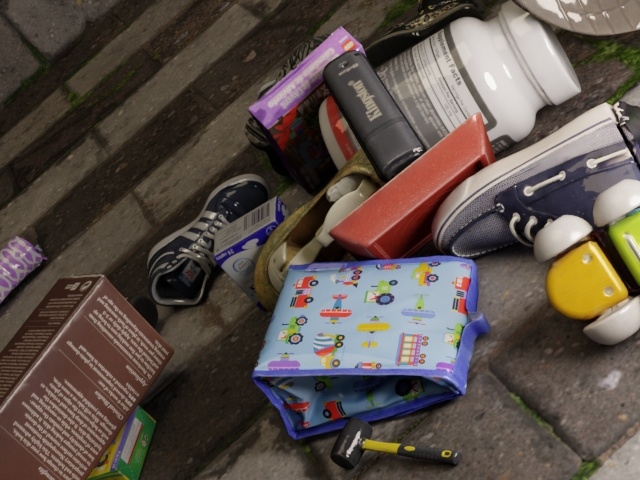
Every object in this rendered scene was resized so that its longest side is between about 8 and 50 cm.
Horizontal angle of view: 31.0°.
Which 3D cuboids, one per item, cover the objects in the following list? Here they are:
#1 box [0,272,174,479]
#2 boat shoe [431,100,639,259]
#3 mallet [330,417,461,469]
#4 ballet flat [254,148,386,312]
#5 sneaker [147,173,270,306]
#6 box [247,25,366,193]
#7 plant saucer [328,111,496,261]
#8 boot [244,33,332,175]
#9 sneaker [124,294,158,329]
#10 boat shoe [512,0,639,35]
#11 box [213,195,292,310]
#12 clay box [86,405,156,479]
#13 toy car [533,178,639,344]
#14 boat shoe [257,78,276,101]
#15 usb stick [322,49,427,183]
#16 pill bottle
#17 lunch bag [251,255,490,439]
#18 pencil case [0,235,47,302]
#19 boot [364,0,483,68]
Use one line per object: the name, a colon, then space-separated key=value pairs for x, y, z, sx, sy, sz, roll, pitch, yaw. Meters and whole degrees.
box: x=-0.413 y=0.254 z=1.759 sx=0.143 sy=0.191 sz=0.381 roll=-6 pitch=41 yaw=46
boat shoe: x=0.294 y=-0.032 z=1.515 sx=0.340 sy=0.127 sz=0.158 roll=-36 pitch=46 yaw=31
mallet: x=0.089 y=0.267 z=1.432 sx=0.189 sy=0.039 sz=0.062 roll=6 pitch=52 yaw=47
ballet flat: x=0.000 y=0.000 z=1.714 sx=0.348 sy=0.123 sz=0.123 roll=-48 pitch=24 yaw=27
sneaker: x=-0.197 y=0.008 z=2.032 sx=0.282 sy=0.099 sz=0.153 roll=-39 pitch=24 yaw=17
box: x=0.006 y=-0.209 z=1.931 sx=0.201 sy=0.293 sz=0.057 roll=-43 pitch=68 yaw=-3
plant saucer: x=0.150 y=-0.050 z=1.637 sx=0.259 sy=0.258 sz=0.048 roll=-39 pitch=73 yaw=3
boot: x=-0.022 y=-0.236 z=2.051 sx=0.094 sy=0.207 sz=0.246 roll=39 pitch=90 yaw=16
sneaker: x=-0.389 y=0.217 z=1.995 sx=0.145 sy=0.090 sz=0.270 roll=-17 pitch=37 yaw=42
boat shoe: x=0.422 y=-0.359 z=1.667 sx=0.130 sy=0.355 sz=0.132 roll=-144 pitch=58 yaw=-72
box: x=-0.082 y=0.022 z=1.846 sx=0.126 sy=0.137 sz=0.072 roll=-30 pitch=32 yaw=18
clay box: x=-0.370 y=0.351 z=1.824 sx=0.222 sy=0.053 sz=0.127 roll=-22 pitch=34 yaw=28
toy car: x=0.353 y=0.024 z=1.369 sx=0.182 sy=0.159 sz=0.136 roll=-33 pitch=-6 yaw=14
boat shoe: x=-0.055 y=-0.303 z=2.332 sx=0.183 sy=0.065 sz=0.083 roll=-29 pitch=34 yaw=31
usb stick: x=0.074 y=-0.182 z=1.654 sx=0.077 sy=0.045 sz=0.278 roll=-36 pitch=44 yaw=10
pill bottle: x=0.197 y=-0.210 z=1.765 sx=0.363 sy=0.210 sz=0.210 roll=-29 pitch=32 yaw=19
lunch bag: x=0.084 y=0.124 z=1.551 sx=0.293 sy=0.138 sz=0.221 roll=-12 pitch=36 yaw=25
pencil case: x=-0.694 y=0.083 z=2.518 sx=0.206 sy=0.088 sz=0.086 roll=-49 pitch=38 yaw=-16
boot: x=0.187 y=-0.403 z=2.162 sx=0.236 sy=0.085 sz=0.179 roll=-23 pitch=32 yaw=17
